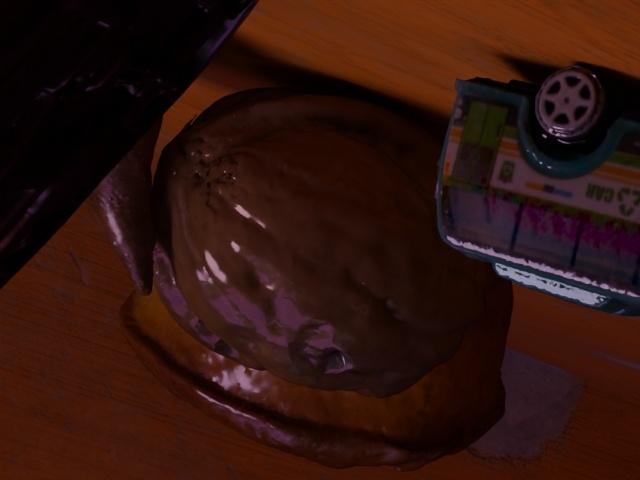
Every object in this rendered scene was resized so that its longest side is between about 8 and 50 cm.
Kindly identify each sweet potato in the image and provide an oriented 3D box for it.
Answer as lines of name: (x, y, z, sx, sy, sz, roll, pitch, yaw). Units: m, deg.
sweet potato: (-0.118, -0.074, 1.084, 0.068, 0.226, 0.068, -14, -157, 6)

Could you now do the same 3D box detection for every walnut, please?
walnut: (0.000, 0.000, 1.168, 0.245, 0.198, 0.198, 30, 171, -28)

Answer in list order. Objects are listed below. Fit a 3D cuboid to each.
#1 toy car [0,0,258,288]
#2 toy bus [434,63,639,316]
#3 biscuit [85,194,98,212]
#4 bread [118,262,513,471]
toy car: (-0.160, -0.088, 0.575, 0.240, 0.271, 0.340, 43, -177, 2)
toy bus: (0.175, -0.010, 0.851, 0.261, 0.109, 0.091, 17, -179, 36)
biscuit: (-0.189, -0.091, 1.177, 0.260, 0.041, 0.203, 49, 174, -21)
bread: (0.008, 0.053, 1.413, 0.312, 0.172, 0.312, 15, -158, -6)
